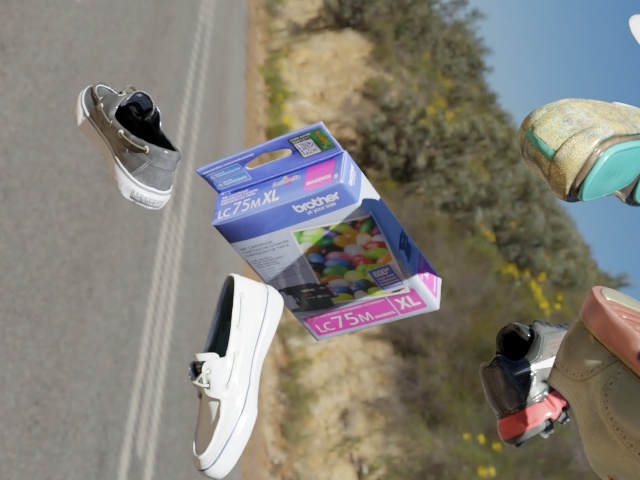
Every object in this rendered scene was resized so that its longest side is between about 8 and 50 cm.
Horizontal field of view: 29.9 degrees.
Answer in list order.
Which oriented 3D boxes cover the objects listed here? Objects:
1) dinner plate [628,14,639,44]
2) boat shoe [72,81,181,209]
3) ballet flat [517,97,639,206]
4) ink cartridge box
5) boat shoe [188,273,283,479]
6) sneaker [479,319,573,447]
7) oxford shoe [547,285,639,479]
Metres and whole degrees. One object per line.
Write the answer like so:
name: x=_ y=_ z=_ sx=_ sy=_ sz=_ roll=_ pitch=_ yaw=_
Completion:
dinner plate: x=0.532 y=-0.301 z=1.828 sx=0.017 sy=0.141 sz=0.141 roll=-53 pitch=-149 yaw=38
boat shoe: x=-0.197 y=-0.120 z=1.246 sx=0.076 sy=0.080 sz=0.228 roll=-60 pitch=-148 yaw=20
ballet flat: x=0.322 y=-0.104 z=1.307 sx=0.348 sy=0.123 sz=0.123 roll=-4 pitch=81 yaw=-53
ink cartridge box: x=0.000 y=0.000 z=1.478 sx=0.311 sy=0.185 sz=0.065 roll=52 pitch=32 yaw=-37
boat shoe: x=-0.111 y=0.145 z=1.321 sx=0.075 sy=0.083 sz=0.226 roll=30 pitch=61 yaw=-31
sneaker: x=0.301 y=0.145 z=1.535 sx=0.135 sy=0.276 sz=0.097 roll=58 pitch=-38 yaw=3
oxford shoe: x=0.357 y=0.210 z=1.191 sx=0.146 sy=0.140 sz=0.397 roll=-60 pitch=-152 yaw=21
